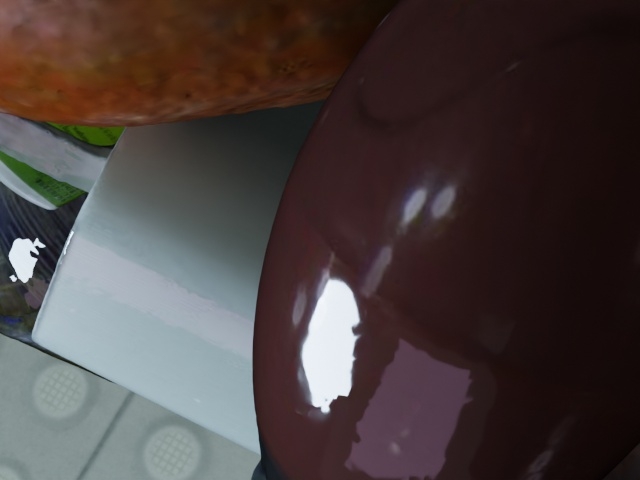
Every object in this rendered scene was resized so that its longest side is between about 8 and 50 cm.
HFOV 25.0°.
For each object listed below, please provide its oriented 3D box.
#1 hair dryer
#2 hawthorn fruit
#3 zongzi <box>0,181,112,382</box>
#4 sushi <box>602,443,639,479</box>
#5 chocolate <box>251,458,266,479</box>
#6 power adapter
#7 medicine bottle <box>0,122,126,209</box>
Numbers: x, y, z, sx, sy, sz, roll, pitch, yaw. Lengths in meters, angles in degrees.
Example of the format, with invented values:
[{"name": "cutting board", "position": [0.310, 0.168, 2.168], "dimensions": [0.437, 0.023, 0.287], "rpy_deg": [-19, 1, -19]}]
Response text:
[{"name": "hair dryer", "position": [0.090, -0.084, 0.474], "dimensions": [0.123, 0.313, 0.340], "rpy_deg": [25, -157, 0]}, {"name": "hawthorn fruit", "position": [-0.069, -0.116, 0.473], "dimensions": [0.199, 0.251, 0.199], "rpy_deg": [62, 171, 17]}, {"name": "zongzi", "position": [0.000, 0.000, 0.974], "dimensions": [0.432, 0.208, 0.403], "rpy_deg": [-15, 148, 40]}, {"name": "sushi", "position": [0.218, 0.082, 0.507], "dimensions": [0.236, 0.270, 0.171], "rpy_deg": [12, 160, 15]}, {"name": "chocolate", "position": [0.127, 0.088, 0.799], "dimensions": [0.303, 0.303, 0.213], "rpy_deg": [27, 135, 14]}, {"name": "power adapter", "position": [-0.022, -0.016, 0.608], "dimensions": [0.255, 0.187, 0.124], "rpy_deg": [28, 136, -3]}, {"name": "medicine bottle", "position": [-0.143, -0.092, 0.758], "dimensions": [0.088, 0.188, 0.132], "rpy_deg": [48, -159, -51]}]
